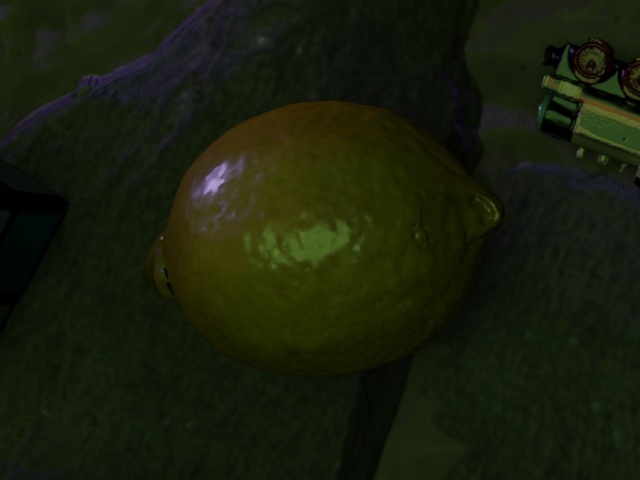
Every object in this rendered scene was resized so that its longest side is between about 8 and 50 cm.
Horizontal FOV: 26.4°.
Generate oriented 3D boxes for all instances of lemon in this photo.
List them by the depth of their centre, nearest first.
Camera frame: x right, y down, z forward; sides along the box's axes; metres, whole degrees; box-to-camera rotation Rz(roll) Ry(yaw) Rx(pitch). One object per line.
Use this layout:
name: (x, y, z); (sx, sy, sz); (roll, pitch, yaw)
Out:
lemon: (0.000, 0.000, 0.919); (0.256, 0.188, 0.188); (-8, 88, 18)

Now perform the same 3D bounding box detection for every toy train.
toy train: (0.211, -0.086, 0.935); (0.137, 0.050, 0.087); (23, 99, 14)

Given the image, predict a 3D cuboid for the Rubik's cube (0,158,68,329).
Rubik's cube: (-0.328, 0.000, 1.014); (0.183, 0.167, 0.180); (29, 96, 12)
